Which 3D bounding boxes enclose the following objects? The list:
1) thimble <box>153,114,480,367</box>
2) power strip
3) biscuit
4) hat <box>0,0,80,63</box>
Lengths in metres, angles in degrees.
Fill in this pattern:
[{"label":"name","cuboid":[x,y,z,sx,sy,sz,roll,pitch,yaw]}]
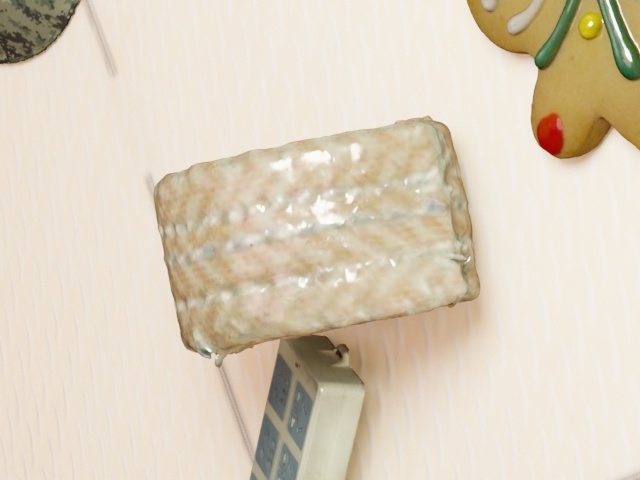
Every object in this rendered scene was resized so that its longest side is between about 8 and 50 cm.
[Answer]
[{"label":"thimble","cuboid":[-0.003,0.000,1.449,0.229,0.196,0.148,-11,90,13]},{"label":"power strip","cuboid":[-0.034,0.251,1.579,0.106,0.043,0.367,-131,50,-62]},{"label":"biscuit","cuboid":[0.204,-0.133,1.339,0.301,0.049,0.197,41,118,33]},{"label":"hat","cuboid":[-0.331,-0.277,1.763,0.265,0.128,0.266,10,105,41]}]
